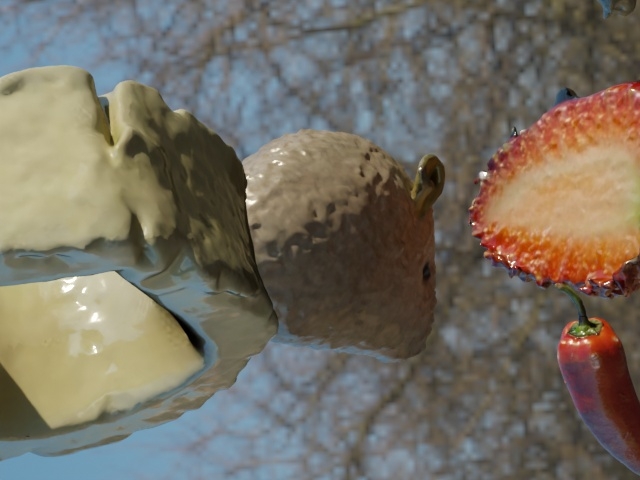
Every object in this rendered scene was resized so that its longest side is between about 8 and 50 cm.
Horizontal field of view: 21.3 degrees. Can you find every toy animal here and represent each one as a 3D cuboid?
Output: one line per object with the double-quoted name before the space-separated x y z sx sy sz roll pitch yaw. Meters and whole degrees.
"toy animal" -0.004 -0.002 1.758 0.358 0.188 0.226 14 -93 -52

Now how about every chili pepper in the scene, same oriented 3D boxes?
"chili pepper" 0.289 0.153 1.719 0.272 0.071 0.063 62 -147 -27

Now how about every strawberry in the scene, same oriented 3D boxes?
"strawberry" 0.300 -0.053 1.805 0.137 0.306 0.233 13 -94 -33

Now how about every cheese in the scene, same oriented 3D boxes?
"cheese" -0.197 0.017 1.172 0.332 0.292 0.153 50 -159 -61

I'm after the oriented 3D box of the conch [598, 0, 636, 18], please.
"conch" 0.212 -0.361 1.829 0.263 0.186 0.324 -101 -14 -58
